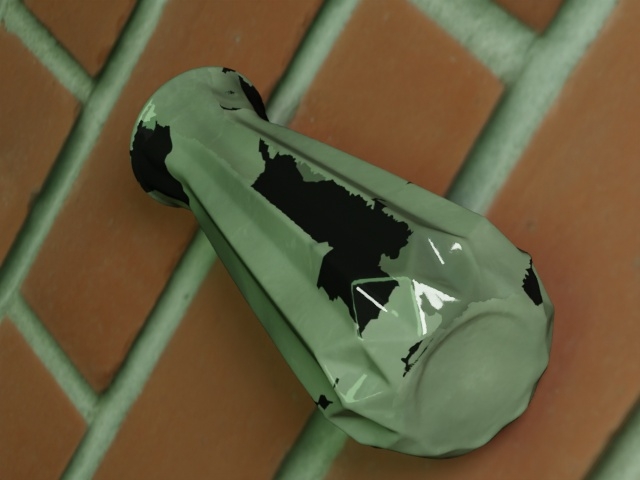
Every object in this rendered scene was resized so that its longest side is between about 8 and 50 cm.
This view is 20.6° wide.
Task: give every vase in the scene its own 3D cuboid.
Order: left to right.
[{"bbox_3d":[0.000,0.000,1.181,0.360,0.165,0.165,41,111,47],"label":"vase"}]
